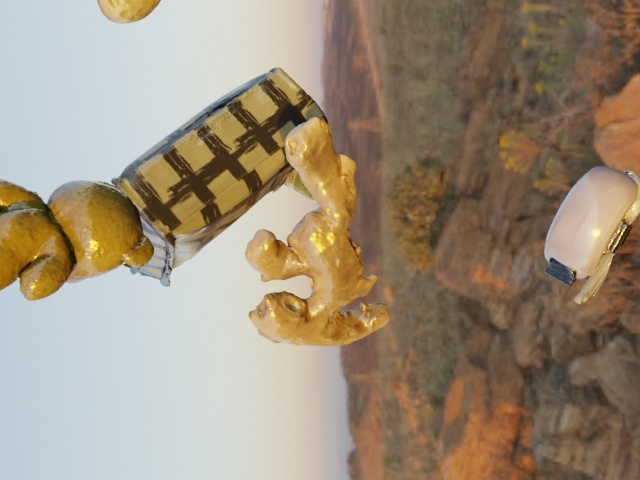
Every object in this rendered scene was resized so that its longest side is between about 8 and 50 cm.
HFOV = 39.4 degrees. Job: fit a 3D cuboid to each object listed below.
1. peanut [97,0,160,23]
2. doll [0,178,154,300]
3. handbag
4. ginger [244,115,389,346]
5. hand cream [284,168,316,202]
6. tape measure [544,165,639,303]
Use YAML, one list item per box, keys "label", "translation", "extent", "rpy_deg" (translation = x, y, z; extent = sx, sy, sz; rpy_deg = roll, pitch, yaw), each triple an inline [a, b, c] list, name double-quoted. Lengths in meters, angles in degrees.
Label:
- label: "peanut"
  translation: [-0.241, -0.418, 1.356]
  extent: [0.263, 0.101, 0.117]
  rpy_deg: [-48, -45, -37]
- label: "doll"
  translation: [-0.260, 0.006, 0.804]
  extent: [0.137, 0.209, 0.097]
  rpy_deg: [52, 139, 31]
- label: "handbag"
  translation: [-0.173, -0.090, 1.439]
  extent: [0.162, 0.325, 0.327]
  rpy_deg: [48, 159, 6]
- label: "ginger"
  translation: [-0.013, 0.007, 0.901]
  extent: [0.065, 0.149, 0.258]
  rpy_deg: [39, 145, 55]
- label: "hand cream"
  translation: [-0.074, -0.144, 1.670]
  extent: [0.055, 0.235, 0.086]
  rpy_deg: [-6, -65, -50]
- label: "tape measure"
  translation: [0.419, -0.015, 1.360]
  extent: [0.178, 0.105, 0.196]
  rpy_deg: [-18, -45, -56]
